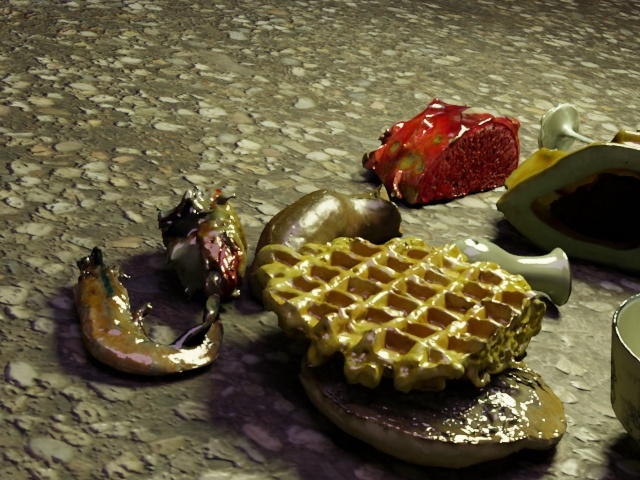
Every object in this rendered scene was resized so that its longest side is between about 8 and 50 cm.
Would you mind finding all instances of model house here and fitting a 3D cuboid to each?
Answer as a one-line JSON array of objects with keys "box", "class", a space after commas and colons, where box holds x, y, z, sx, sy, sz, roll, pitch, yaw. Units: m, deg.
[{"box": [0.388, -0.081, 1.706, 0.268, 0.173, 0.239, 17, 25, 8], "class": "model house"}]

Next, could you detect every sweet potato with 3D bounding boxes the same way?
[{"box": [0.001, -0.006, 1.488, 0.112, 0.085, 0.285, 26, 28, 23], "class": "sweet potato"}]

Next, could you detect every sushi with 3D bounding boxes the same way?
[{"box": [-0.130, -0.002, 1.408, 0.103, 0.097, 0.226, 1, 23, -13], "class": "sushi"}]

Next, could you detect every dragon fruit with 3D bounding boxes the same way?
[{"box": [0.166, -0.146, 1.823, 0.161, 0.126, 0.274, 29, 29, 36], "class": "dragon fruit"}]

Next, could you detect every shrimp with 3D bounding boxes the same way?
[{"box": [-0.177, 0.067, 1.293, 0.152, 0.046, 0.219, -2, 30, -24], "class": "shrimp"}]

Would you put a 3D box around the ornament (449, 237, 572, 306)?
[{"box": [0.211, 0.039, 1.494, 0.156, 0.081, 0.075, 4, 61, -17], "class": "ornament"}]

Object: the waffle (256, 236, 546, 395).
[{"box": [0.090, 0.065, 1.278, 0.311, 0.060, 0.307, -4, 25, -26], "class": "waffle"}]

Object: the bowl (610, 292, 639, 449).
[{"box": [0.383, 0.156, 1.219, 0.237, 0.126, 0.238, 8, 23, -4], "class": "bowl"}]

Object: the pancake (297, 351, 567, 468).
[{"box": [0.109, 0.139, 1.240, 0.282, 0.049, 0.282, 9, 20, -3], "class": "pancake"}]

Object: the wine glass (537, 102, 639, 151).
[{"box": [0.432, -0.148, 1.958, 0.122, 0.122, 0.183, -8, 28, -36], "class": "wine glass"}]
